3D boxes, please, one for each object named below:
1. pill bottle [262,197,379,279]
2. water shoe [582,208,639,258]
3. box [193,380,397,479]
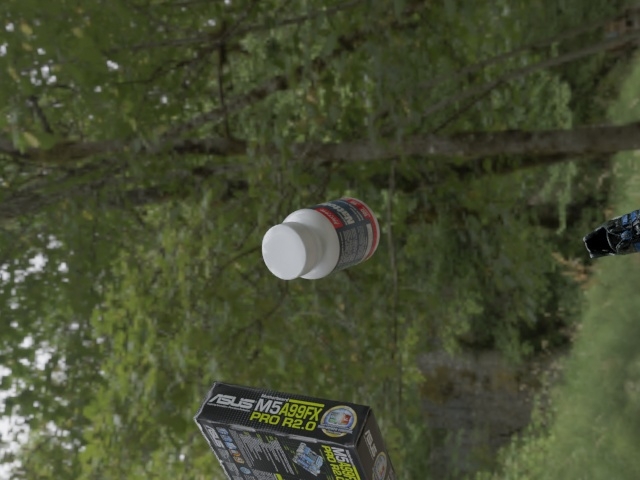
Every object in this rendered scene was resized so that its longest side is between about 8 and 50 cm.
[{"bbox_3d":[0.000,0.000,1.294,0.180,0.108,0.108,-19,-73,-53],"label":"pill bottle"},{"bbox_3d":[0.457,-0.007,1.236,0.073,0.080,0.203,66,163,5],"label":"water shoe"},{"bbox_3d":[-0.014,0.295,1.083,0.060,0.216,0.270,-63,-34,-40],"label":"box"}]
